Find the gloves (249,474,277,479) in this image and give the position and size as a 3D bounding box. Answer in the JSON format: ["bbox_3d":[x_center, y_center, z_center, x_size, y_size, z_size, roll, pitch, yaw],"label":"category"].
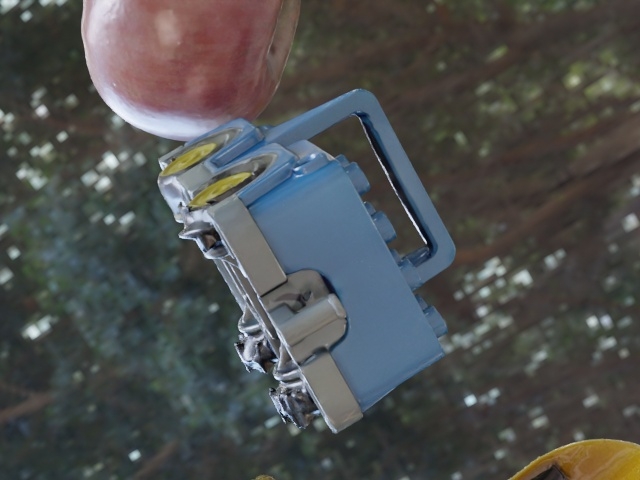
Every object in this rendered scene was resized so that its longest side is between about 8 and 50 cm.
[{"bbox_3d":[-0.109,0.218,0.777,0.356,0.203,0.155,-34,-82,-35],"label":"gloves"}]

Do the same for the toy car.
[{"bbox_3d":[0.000,0.000,0.775,0.097,0.100,0.191,61,174,-15],"label":"toy car"}]

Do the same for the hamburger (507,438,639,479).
[{"bbox_3d":[0.146,0.214,1.176,0.116,0.210,0.173,56,171,-29],"label":"hamburger"}]

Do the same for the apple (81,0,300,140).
[{"bbox_3d":[-0.079,-0.135,1.160,0.120,0.153,0.153,13,-141,6],"label":"apple"}]
